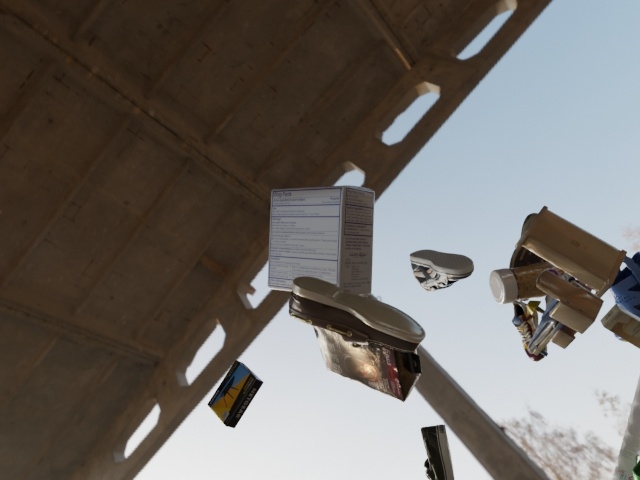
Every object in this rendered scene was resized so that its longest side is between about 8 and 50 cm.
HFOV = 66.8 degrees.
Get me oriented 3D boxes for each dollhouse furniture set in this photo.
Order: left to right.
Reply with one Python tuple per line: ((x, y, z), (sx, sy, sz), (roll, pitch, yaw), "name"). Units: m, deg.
((0.501, 0.131, 1.128), (0.286, 0.198, 0.303), (-39, -26, -37), "dollhouse furniture set")

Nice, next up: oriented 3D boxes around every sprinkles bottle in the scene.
((0.773, 0.133, 1.671), (0.355, 0.121, 0.121), (-9, -57, -4), "sprinkles bottle")

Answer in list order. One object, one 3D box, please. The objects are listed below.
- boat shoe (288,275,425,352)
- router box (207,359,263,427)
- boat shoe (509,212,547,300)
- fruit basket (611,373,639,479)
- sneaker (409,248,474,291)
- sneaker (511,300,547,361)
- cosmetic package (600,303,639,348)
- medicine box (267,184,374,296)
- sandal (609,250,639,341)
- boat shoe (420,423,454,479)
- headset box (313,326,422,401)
((0.074, 0.182, 1.100), (0.116, 0.324, 0.097), (-28, -45, -64), "boat shoe")
((-0.286, 0.513, 1.628), (0.046, 0.133, 0.179), (39, -100, -44), "router box")
((0.814, 0.059, 1.831), (0.132, 0.130, 0.356), (27, -104, -38), "boat shoe")
((0.808, 0.447, 0.990), (0.165, 0.327, 0.353), (-1, -76, -43), "fruit basket")
((0.430, 0.114, 1.697), (0.126, 0.321, 0.128), (-16, -79, -15), "sneaker")
((0.603, 0.265, 1.426), (0.083, 0.186, 0.069), (27, -48, -22), "sneaker")
((0.747, 0.211, 1.167), (0.060, 0.115, 0.041), (-62, -9, 23), "cosmetic package")
((0.000, 0.000, 1.337), (0.149, 0.263, 0.290), (3, -91, -51), "medicine box")
((1.004, 0.172, 1.593), (0.138, 0.126, 0.318), (17, -102, -5), "sandal")
((0.297, 0.569, 1.224), (0.070, 0.078, 0.220), (-10, -85, 13), "boat shoe")
((0.140, 0.301, 1.337), (0.110, 0.293, 0.218), (-45, -47, -37), "headset box")
